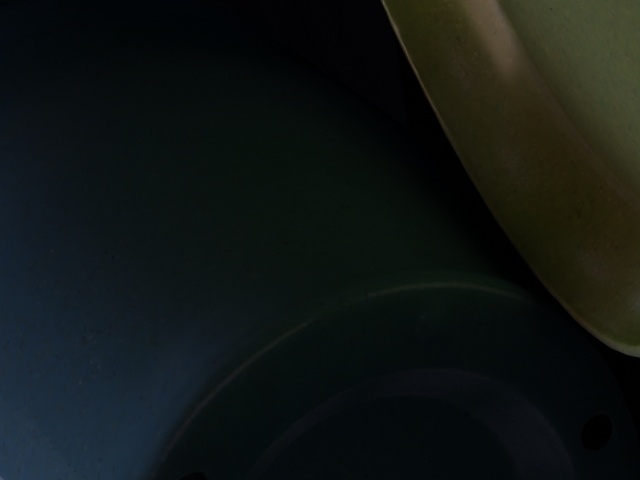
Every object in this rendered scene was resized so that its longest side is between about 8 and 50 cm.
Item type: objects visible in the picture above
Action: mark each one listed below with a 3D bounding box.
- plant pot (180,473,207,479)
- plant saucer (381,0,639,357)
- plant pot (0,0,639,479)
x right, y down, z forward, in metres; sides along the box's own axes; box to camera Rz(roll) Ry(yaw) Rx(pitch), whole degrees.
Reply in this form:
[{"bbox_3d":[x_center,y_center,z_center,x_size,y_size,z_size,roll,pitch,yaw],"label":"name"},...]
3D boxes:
[{"bbox_3d":[-0.017,0.187,0.928,0.188,0.167,0.187,-112,13,-49],"label":"plant pot"},{"bbox_3d":[0.046,-0.089,0.451,0.241,0.037,0.241,156,90,-84],"label":"plant saucer"},{"bbox_3d":[-0.034,0.062,0.632,0.255,0.271,0.272,28,133,58],"label":"plant pot"}]
